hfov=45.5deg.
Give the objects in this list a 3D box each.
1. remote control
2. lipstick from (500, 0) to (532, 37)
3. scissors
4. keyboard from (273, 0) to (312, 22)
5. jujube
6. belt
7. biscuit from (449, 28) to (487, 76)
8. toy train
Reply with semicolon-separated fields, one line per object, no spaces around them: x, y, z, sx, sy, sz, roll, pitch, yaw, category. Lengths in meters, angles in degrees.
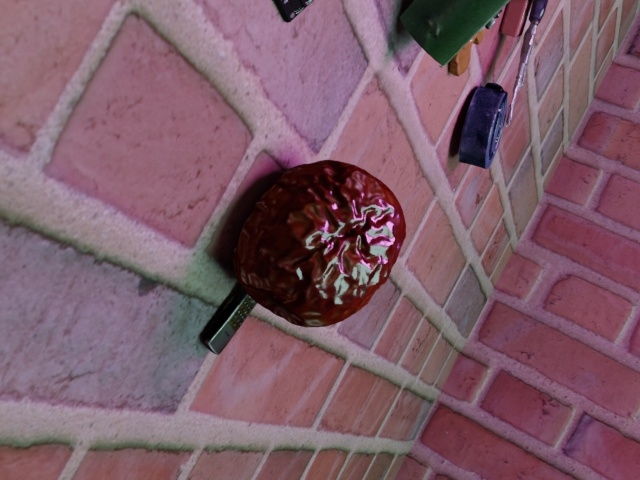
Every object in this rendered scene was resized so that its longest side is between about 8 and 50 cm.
-0.107;0.077;1.153;0.212;0.028;0.059;-55;152;-20;remote control
0.433;-0.518;1.652;0.045;0.045;0.146;-34;142;-48;lipstick
0.461;-0.436;1.688;0.256;0.029;0.384;-50;152;-73;scissors
-0.045;-0.320;0.856;0.063;0.010;0.198;-41;156;-2;keyboard
0.000;0.000;1.073;0.232;0.212;0.213;-53;156;-20;jujube
0.370;-0.262;1.742;0.141;0.082;0.190;-45;147;-52;belt
0.277;-0.415;1.447;0.144;0.040;0.236;-66;160;-8;biscuit
0.266;-0.419;1.196;0.301;0.120;0.202;-43;-178;42;toy train
